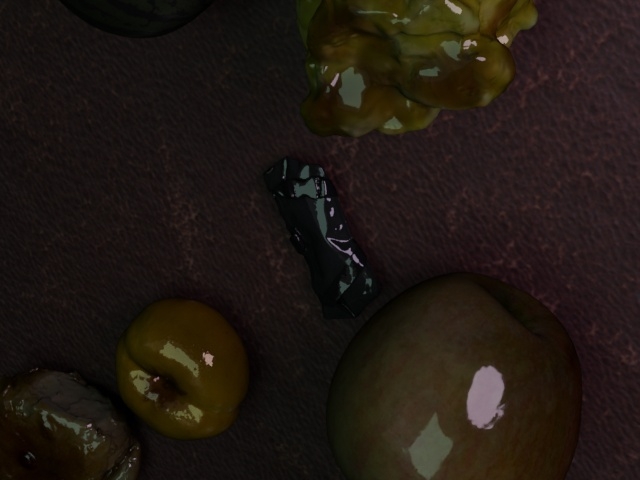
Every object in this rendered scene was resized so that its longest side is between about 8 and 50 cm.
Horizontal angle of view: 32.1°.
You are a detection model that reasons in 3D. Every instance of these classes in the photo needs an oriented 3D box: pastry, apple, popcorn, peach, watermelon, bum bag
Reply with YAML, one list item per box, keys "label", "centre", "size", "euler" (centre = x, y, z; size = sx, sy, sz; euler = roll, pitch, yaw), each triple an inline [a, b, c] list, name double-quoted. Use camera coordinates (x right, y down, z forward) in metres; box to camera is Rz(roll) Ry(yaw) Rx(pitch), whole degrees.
- label: "pastry"
  centre: [-0.348, 0.266, 1.465]
  size: [0.218, 0.100, 0.229]
  euler: [-29, 98, 32]
- label: "apple"
  centre: [0.140, 0.161, 1.097]
  size: [0.257, 0.257, 0.234]
  euler: [38, 109, 7]
- label: "popcorn"
  centre: [0.075, -0.198, 0.987]
  size: [0.237, 0.206, 0.251]
  euler: [25, 88, 52]
- label: "peach"
  centre: [-0.165, 0.156, 1.329]
  size: [0.179, 0.103, 0.179]
  euler: [12, 115, 26]
- label: "watermelon"
  centre: [-0.183, -0.305, 1.081]
  size: [0.212, 0.212, 0.212]
  euler: [10, 115, 22]
- label: "bum bag"
  centre: [0.000, 0.000, 1.215]
  size: [0.087, 0.049, 0.197]
  euler: [-16, 104, 35]
